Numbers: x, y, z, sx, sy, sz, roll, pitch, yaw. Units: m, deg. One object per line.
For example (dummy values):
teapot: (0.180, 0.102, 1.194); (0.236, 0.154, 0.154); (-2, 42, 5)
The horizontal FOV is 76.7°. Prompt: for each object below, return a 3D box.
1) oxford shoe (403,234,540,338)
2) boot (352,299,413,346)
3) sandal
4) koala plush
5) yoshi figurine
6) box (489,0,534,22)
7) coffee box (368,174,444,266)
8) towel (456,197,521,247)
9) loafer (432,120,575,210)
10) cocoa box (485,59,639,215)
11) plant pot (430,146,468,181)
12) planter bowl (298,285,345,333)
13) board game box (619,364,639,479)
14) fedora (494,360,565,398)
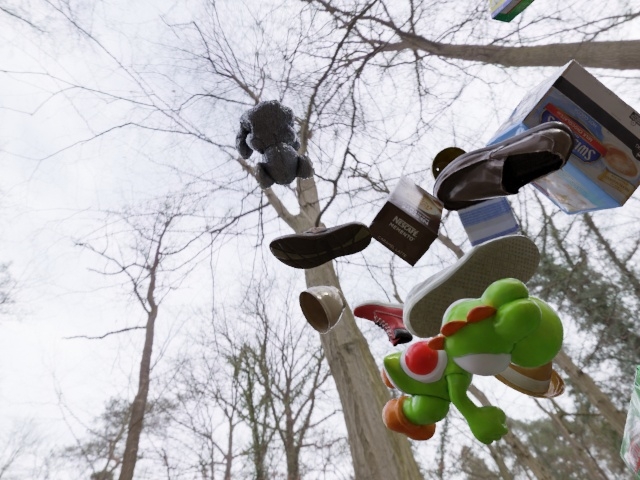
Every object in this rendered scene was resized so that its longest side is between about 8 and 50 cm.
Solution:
oxford shoe: (0.412, 0.119, 1.140); (0.449, 0.130, 0.169); (-30, -90, -8)
boot: (0.237, 0.326, 1.573); (0.244, 0.176, 0.088); (2, -48, 14)
sandal: (0.000, 0.000, 0.844); (0.219, 0.060, 0.090); (-17, -62, 18)
koala plush: (-0.126, -0.250, 1.133); (0.196, 0.203, 0.221); (-12, -107, -15)
yoshi figurine: (0.254, 0.201, 0.676); (0.203, 0.203, 0.362); (46, -45, 18)
box: (0.317, -0.467, 0.650); (0.043, 0.105, 0.179); (2, -99, -17)
coffee box: (0.215, -0.058, 0.994); (0.141, 0.246, 0.098); (35, -61, 2)
towel: (0.568, -0.126, 1.438); (0.209, 0.034, 0.285); (-18, -100, -15)
loafer: (0.443, -0.172, 1.030); (0.366, 0.130, 0.134); (-30, -71, 40)
cocoa box: (0.704, -0.269, 1.140); (0.347, 0.231, 0.228); (40, -93, 0)
plant pot: (0.412, -0.228, 1.312); (0.134, 0.095, 0.134); (0, -88, -3)
planter bowl: (0.016, 0.221, 1.388); (0.109, 0.162, 0.162); (-28, -64, -33)
board game box: (0.403, 0.279, 0.409); (0.046, 0.213, 0.317); (-25, -47, 12)
fedora: (0.433, 0.246, 0.866); (0.194, 0.194, 0.079); (7, -67, -11)
